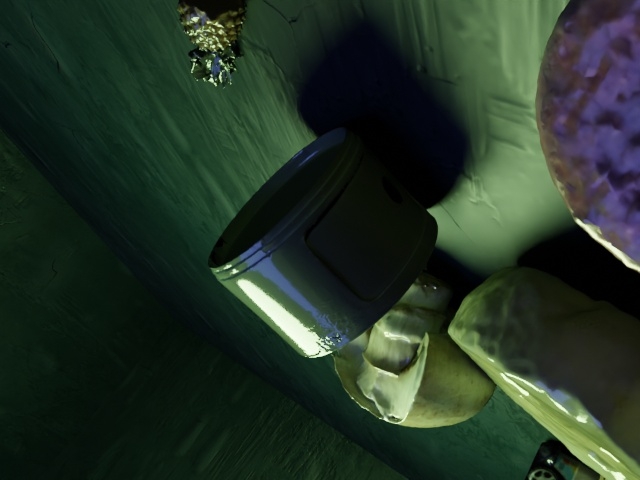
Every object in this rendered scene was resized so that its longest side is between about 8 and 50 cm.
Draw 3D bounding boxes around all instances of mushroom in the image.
[{"bbox_3d":[0.149,0.144,0.927,0.189,0.195,0.254,14,-170,-31],"label":"mushroom"}]

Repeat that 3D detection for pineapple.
[{"bbox_3d":[-0.114,-0.220,0.722,0.074,0.074,0.159,37,164,5],"label":"pineapple"}]

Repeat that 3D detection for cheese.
[{"bbox_3d":[0.279,0.154,0.688,0.318,0.115,0.326,40,178,15],"label":"cheese"}]

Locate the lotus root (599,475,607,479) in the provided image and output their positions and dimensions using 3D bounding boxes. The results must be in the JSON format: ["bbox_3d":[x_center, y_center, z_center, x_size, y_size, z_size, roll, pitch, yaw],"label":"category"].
[{"bbox_3d":[0.450,0.338,0.935,0.135,0.095,0.159,28,118,15],"label":"lotus root"}]

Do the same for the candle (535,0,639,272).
[{"bbox_3d":[0.260,-0.017,0.274,0.287,0.131,0.317,-28,91,47],"label":"candle"}]

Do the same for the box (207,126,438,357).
[{"bbox_3d":[0.000,0.000,0.764,0.149,0.226,0.226,45,160,-17],"label":"box"}]

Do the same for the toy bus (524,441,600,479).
[{"bbox_3d":[0.365,0.549,1.104,0.162,0.386,0.171,25,157,23],"label":"toy bus"}]
